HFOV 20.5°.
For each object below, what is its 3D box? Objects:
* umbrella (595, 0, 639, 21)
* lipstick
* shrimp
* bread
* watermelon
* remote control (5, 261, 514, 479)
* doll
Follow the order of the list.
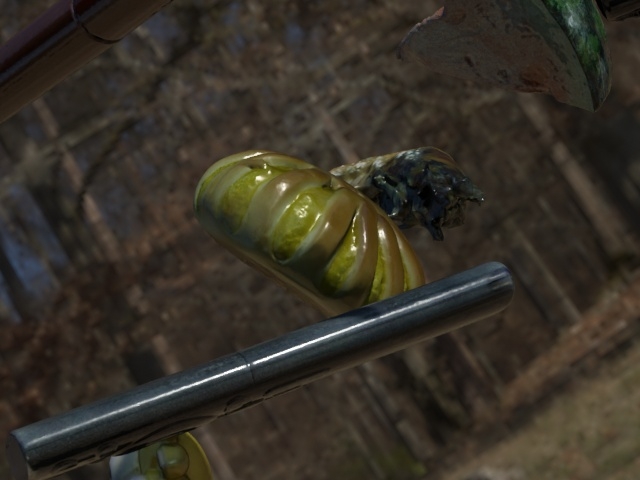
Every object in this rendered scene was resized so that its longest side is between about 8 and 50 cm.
[{"bbox_3d":[0.336,-0.233,1.340,0.272,0.110,0.122,-25,-42,1],"label":"umbrella"},{"bbox_3d":[-0.205,-0.167,1.440,0.057,0.057,0.357,-13,-10,-44],"label":"lipstick"},{"bbox_3d":[0.046,-0.040,1.967,0.272,0.085,0.445,-19,11,-12],"label":"shrimp"},{"bbox_3d":[0.000,0.000,1.450,0.104,0.213,0.213,-54,-19,-3],"label":"bread"},{"bbox_3d":[0.180,-0.215,1.637,0.207,0.202,0.136,-60,-20,-71],"label":"watermelon"},{"bbox_3d":[-0.042,0.095,1.280,0.378,0.044,0.107,-19,-11,-18],"label":"remote control"},{"bbox_3d":[-0.128,0.271,1.479,0.086,0.117,0.291,-8,-68,-15],"label":"doll"}]
